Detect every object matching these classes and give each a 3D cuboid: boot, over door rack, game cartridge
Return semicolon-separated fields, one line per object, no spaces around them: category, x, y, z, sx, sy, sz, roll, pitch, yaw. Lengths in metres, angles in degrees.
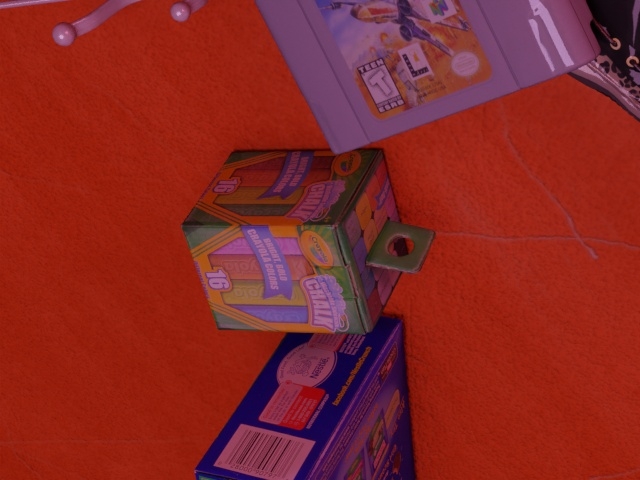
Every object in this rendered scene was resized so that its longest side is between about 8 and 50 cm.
boot;0.294;-0.180;1.193;0.236;0.085;0.179;30;130;3
over door rack;-0.279;-0.301;1.355;0.324;0.108;0.240;3;125;24
game cartridge;0.072;-0.196;1.256;0.297;0.062;0.198;-17;108;46

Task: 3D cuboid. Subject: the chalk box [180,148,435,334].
chalk box;0.000;0.000;1.441;0.213;0.132;0.132;-1;125;24

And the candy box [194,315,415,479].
candy box;-0.003;0.272;1.560;0.122;0.268;0.317;10;129;23
